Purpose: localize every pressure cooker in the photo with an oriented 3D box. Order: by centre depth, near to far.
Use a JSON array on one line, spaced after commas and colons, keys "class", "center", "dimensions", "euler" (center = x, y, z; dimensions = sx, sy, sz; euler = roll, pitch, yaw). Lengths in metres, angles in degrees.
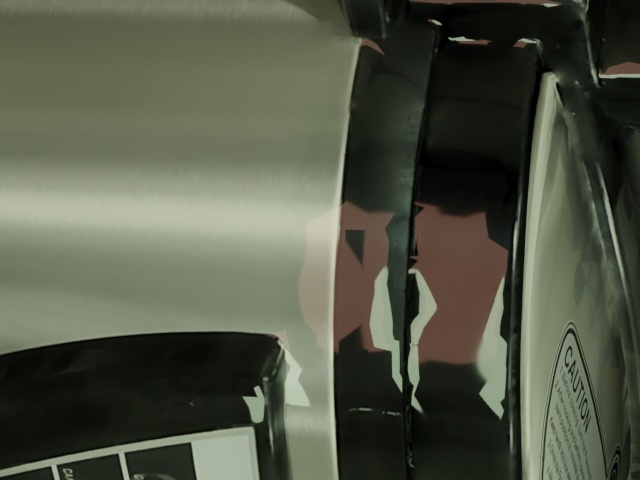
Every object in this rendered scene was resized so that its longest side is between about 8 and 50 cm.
[{"class": "pressure cooker", "center": [0.001, -0.006, 0.671], "dimensions": [0.420, 0.370, 0.376], "euler": [4, 96, 19]}]
